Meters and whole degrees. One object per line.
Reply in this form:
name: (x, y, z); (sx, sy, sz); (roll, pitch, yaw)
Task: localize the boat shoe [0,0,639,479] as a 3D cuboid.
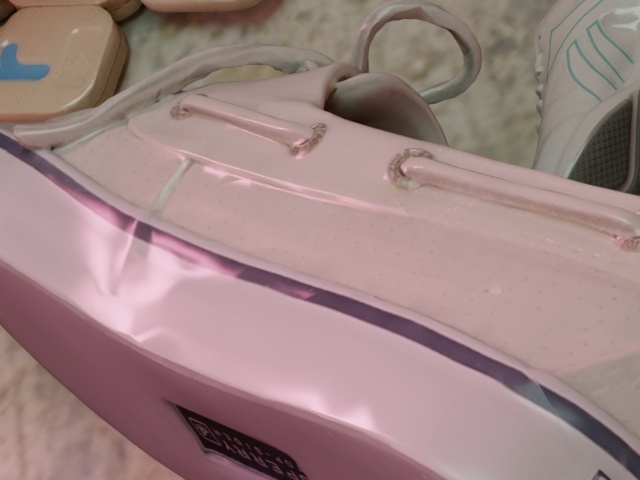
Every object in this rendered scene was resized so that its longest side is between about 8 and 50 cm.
boat shoe: (-0.003, -0.006, 0.494); (0.156, 0.136, 0.367); (-46, 34, -20)

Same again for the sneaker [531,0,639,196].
sneaker: (0.102, -0.053, 0.550); (0.061, 0.054, 0.152); (7, 61, 45)

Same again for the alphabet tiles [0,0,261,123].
alphabet tiles: (-0.124, -0.176, 0.737); (0.278, 0.021, 0.284); (3, 63, 25)
